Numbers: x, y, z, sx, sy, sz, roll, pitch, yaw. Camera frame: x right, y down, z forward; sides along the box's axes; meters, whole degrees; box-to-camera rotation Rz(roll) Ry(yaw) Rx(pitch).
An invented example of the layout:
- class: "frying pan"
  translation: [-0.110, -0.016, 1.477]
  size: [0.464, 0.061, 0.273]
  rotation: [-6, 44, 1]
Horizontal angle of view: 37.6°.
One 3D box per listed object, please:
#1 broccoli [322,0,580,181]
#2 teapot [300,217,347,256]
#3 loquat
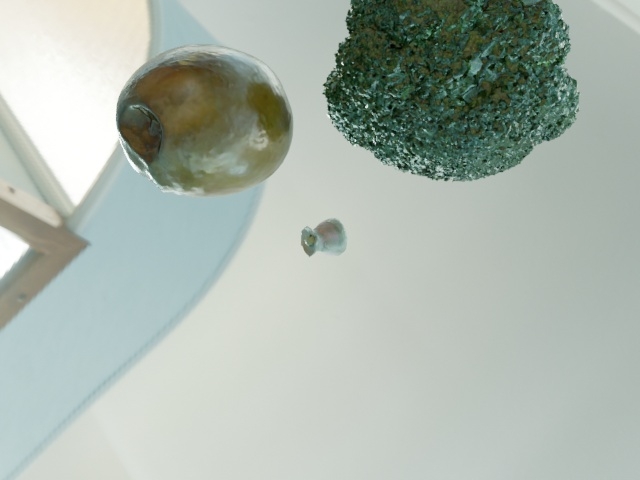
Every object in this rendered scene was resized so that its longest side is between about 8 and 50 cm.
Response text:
- class: "broccoli"
  translation: [0.148, -0.207, 1.100]
  size: [0.307, 0.308, 0.275]
  rotation: [-4, -117, 26]
- class: "teapot"
  translation: [0.000, 0.000, 1.566]
  size: [0.083, 0.064, 0.064]
  rotation: [-31, -108, 58]
- class: "loquat"
  translation: [-0.123, -0.133, 1.059]
  size: [0.179, 0.227, 0.179]
  rotation: [8, -75, 33]
